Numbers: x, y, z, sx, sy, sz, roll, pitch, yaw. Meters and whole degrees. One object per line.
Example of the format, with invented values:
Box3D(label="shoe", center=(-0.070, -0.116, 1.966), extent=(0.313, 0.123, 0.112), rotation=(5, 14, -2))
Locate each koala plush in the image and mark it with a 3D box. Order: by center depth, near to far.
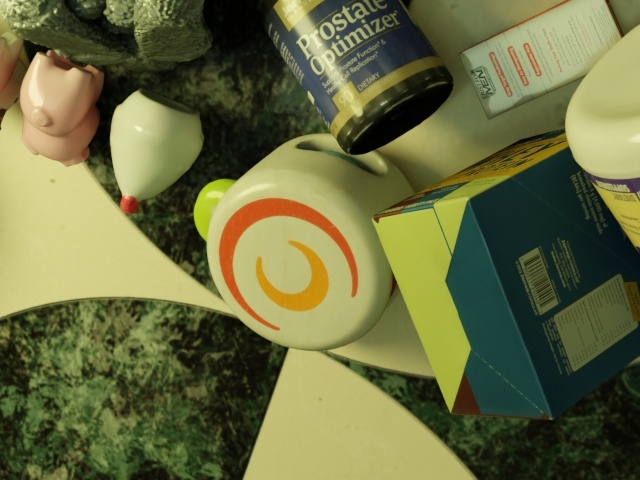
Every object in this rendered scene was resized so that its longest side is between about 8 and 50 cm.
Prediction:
Box3D(label="koala plush", center=(-0.185, -0.291, 1.063), extent=(0.196, 0.203, 0.221), rotation=(0, 84, 9))

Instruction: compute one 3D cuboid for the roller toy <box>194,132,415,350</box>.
Box3D(label="roller toy", center=(0.000, 0.000, 1.081), extent=(0.191, 0.146, 0.209), rotation=(-25, 103, 32))

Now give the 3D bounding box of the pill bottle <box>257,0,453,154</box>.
Box3D(label="pill bottle", center=(0.018, -0.199, 1.021), extent=(0.123, 0.123, 0.219), rotation=(-37, 79, 24))

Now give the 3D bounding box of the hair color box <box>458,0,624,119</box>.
Box3D(label="hair color box", center=(0.208, -0.175, 1.018), extent=(0.141, 0.043, 0.072), rotation=(-23, 97, 21))

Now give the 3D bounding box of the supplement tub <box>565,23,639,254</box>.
Box3D(label="supplement tub", center=(0.376, -0.028, 0.875), extent=(0.241, 0.241, 0.331), rotation=(-30, 110, 23))

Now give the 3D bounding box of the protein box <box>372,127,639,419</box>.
Box3D(label="protein box", center=(0.191, 0.023, 0.974), extent=(0.136, 0.201, 0.199), rotation=(-10, 105, 57))

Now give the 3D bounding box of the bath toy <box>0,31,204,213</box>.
Box3D(label="bath toy", center=(-0.292, -0.137, 1.143), extent=(0.348, 0.151, 0.129), rotation=(23, 101, 3))
